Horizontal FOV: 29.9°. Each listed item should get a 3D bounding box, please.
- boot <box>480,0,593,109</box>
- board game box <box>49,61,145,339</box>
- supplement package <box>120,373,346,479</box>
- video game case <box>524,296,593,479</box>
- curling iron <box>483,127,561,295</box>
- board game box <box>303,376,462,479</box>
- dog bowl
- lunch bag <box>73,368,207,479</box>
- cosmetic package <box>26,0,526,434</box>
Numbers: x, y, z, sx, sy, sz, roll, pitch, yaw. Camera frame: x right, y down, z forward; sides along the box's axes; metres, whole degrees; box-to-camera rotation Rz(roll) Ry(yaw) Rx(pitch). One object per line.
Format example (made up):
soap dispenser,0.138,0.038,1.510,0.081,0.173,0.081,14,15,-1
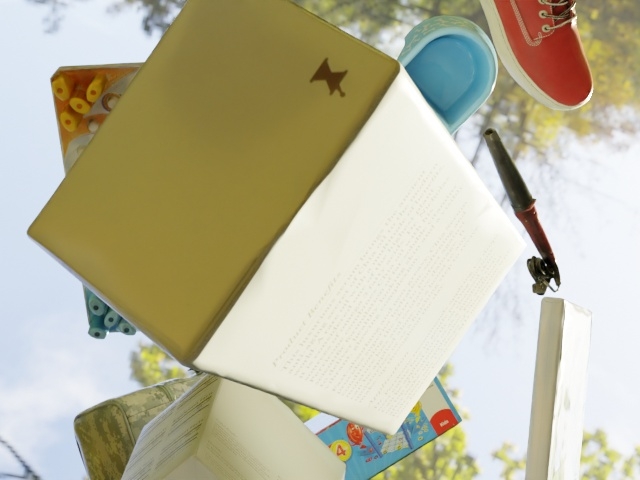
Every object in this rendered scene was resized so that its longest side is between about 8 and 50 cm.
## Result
boot,0.262,-0.265,1.329,0.088,0.244,0.176,-32,-172,-23
board game box,-0.145,-0.046,1.599,0.390,0.390,0.050,-2,-155,3
supplement package,-0.096,0.272,1.275,0.194,0.149,0.203,45,-160,-13
video game case,0.348,0.255,1.744,0.036,0.329,0.300,4,175,21
curling iron,0.261,-0.033,1.525,0.035,0.274,0.068,-10,-143,21
board game box,0.010,0.289,1.636,0.302,0.308,0.086,-29,-94,-13
dog bowl,0.155,-0.218,1.878,0.166,0.297,0.074,43,-173,-12
lunch bag,-0.226,0.374,1.970,0.256,0.212,0.305,-18,-96,-39
cosmetic package,0.000,0.000,0.951,0.161,0.230,0.453,35,179,24
